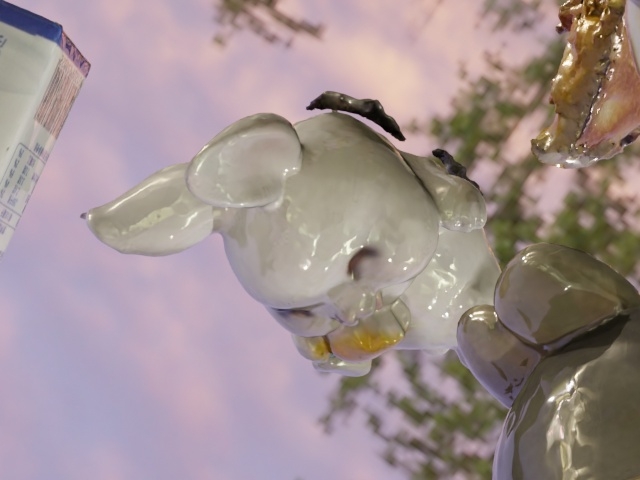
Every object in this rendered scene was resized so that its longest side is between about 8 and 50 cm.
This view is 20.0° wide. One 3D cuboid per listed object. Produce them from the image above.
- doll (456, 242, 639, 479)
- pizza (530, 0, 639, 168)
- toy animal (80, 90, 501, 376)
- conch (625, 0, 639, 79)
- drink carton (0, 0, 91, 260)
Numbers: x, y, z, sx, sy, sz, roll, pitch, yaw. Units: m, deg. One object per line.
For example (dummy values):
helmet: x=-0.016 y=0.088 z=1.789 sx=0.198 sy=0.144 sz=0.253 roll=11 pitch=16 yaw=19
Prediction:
doll: x=0.228 y=0.179 z=0.805 sx=0.379 sy=0.252 sz=0.382 roll=3 pitch=-133 yaw=-6
pizza: x=0.227 y=-0.176 z=1.198 sx=0.086 sy=0.305 sz=0.161 roll=29 pitch=163 yaw=31
toy animal: x=0.007 y=0.000 z=1.262 sx=0.325 sy=0.208 sz=0.154 roll=23 pitch=-120 yaw=-31
conch: x=0.157 y=-0.124 z=0.644 sx=0.183 sy=0.275 sz=0.149 roll=-22 pitch=-170 yaw=-30
drink carton: x=-0.268 y=-0.005 z=1.128 sx=0.131 sy=0.315 sz=0.106 roll=22 pitch=175 yaw=6
